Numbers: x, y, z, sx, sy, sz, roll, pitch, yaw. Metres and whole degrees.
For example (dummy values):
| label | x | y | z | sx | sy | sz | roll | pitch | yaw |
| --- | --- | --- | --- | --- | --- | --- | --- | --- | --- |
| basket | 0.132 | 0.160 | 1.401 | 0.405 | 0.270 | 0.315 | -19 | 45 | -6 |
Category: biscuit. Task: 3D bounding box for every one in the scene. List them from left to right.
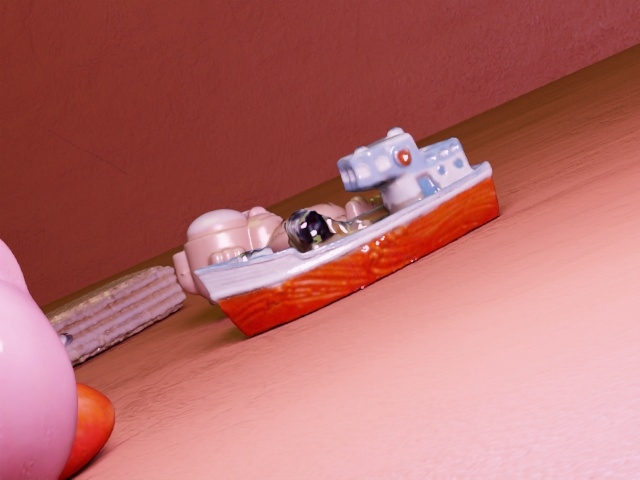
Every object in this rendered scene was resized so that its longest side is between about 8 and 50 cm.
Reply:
| label | x | y | z | sx | sy | sz | roll | pitch | yaw |
| --- | --- | --- | --- | --- | --- | --- | --- | --- | --- |
| biscuit | -0.376 | 0.147 | 2.227 | 0.426 | 0.078 | 0.144 | -29 | 7 | -40 |

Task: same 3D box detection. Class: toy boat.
| label | x | y | z | sx | sy | sz | roll | pitch | yaw |
| --- | --- | --- | --- | --- | --- | --- | --- | --- | --- |
| toy boat | 0.020 | -0.017 | 1.730 | 0.332 | 0.133 | 0.145 | -27 | 6 | -18 |

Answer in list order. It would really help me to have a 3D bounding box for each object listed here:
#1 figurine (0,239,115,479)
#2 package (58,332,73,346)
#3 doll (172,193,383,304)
| label | x | y | z | sx | sy | sz | roll | pitch | yaw |
| --- | --- | --- | --- | --- | --- | --- | --- | --- | --- |
| figurine | -0.291 | 0.144 | 1.284 | 0.270 | 0.261 | 0.211 | -25 | 33 | -17 |
| package | -0.412 | 0.203 | 1.947 | 0.269 | 0.071 | 0.194 | -43 | -10 | 12 |
| doll | -0.038 | 0.004 | 1.925 | 0.278 | 0.119 | 0.154 | -16 | -5 | 25 |
